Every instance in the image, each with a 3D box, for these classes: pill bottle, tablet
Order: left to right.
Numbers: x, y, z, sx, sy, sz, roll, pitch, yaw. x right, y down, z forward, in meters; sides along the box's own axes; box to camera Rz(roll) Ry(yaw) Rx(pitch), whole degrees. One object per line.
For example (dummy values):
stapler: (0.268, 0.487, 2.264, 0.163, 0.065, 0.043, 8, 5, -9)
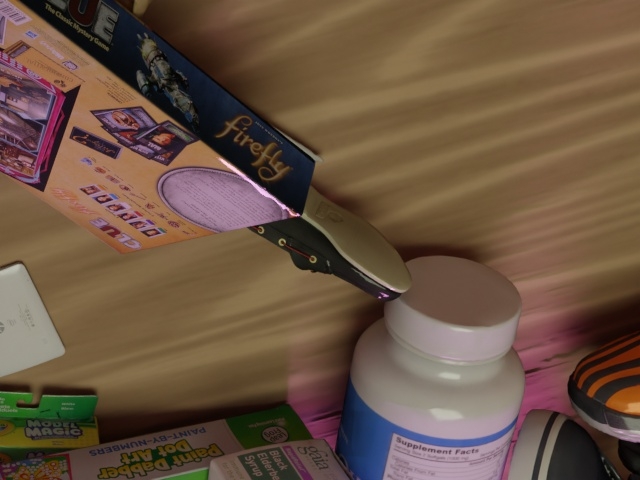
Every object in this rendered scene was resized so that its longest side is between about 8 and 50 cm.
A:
tablet: (-0.214, 0.055, 1.164, 0.054, 0.006, 0.083, -19, 124, 0)
pill bottle: (0.076, 0.126, 1.206, 0.124, 0.124, 0.222, 2, 121, -14)

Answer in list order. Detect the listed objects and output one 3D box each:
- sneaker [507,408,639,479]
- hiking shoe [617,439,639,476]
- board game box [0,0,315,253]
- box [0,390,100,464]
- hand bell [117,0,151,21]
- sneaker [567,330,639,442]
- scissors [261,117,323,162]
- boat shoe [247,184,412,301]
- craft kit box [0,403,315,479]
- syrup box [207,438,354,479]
sneaker: (0.225, 0.243, 1.281, 0.127, 0.126, 0.321, 5, 141, 24)
hiking shoe: (0.342, 0.158, 1.310, 0.226, 0.086, 0.114, -14, 124, -2)
board game box: (-0.143, -0.078, 1.002, 0.165, 0.042, 0.243, -11, 144, 41)
box: (-0.218, 0.187, 1.227, 0.105, 0.043, 0.179, 3, 119, -16)
hand bell: (-0.013, -0.206, 0.998, 0.242, 0.126, 0.126, -13, 125, -18)
sneaker: (0.323, 0.027, 1.214, 0.321, 0.124, 0.180, -15, 121, -16)
scissors: (-0.117, -0.120, 1.063, 0.297, 0.021, 0.109, 13, 118, -19)
boat shoe: (0.001, -0.001, 1.130, 0.133, 0.049, 0.042, 35, 121, 2)
craft kit box: (-0.134, 0.253, 1.246, 0.246, 0.061, 0.250, -12, 127, -27)
syrup box: (-0.034, 0.265, 1.214, 0.096, 0.093, 0.237, -9, 125, -26)
